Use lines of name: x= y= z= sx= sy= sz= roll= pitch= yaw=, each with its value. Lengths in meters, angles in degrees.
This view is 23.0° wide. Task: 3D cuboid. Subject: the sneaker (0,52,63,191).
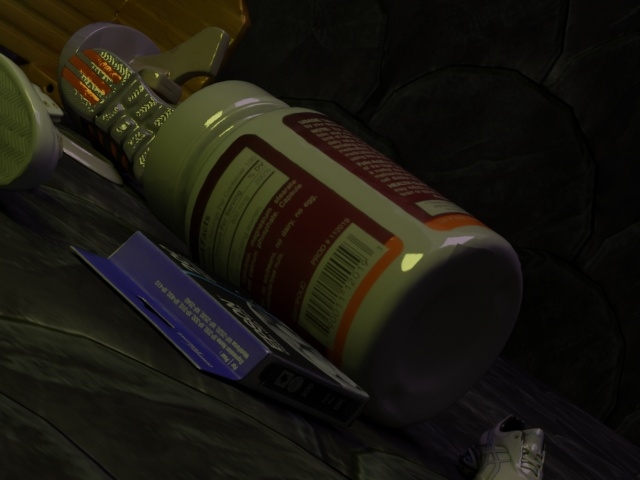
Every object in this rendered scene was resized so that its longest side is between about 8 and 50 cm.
sneaker: x=-0.278 y=-0.108 z=1.428 sx=0.169 sy=0.108 sz=0.292 roll=27 pitch=7 yaw=-46

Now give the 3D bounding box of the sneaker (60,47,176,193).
sneaker: x=-0.211 y=-0.115 z=2.104 sx=0.321 sy=0.124 sz=0.180 roll=49 pitch=-9 yaw=12

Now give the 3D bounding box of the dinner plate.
dinner plate: x=-0.310 y=-0.116 z=2.036 sx=0.141 sy=0.017 sz=0.141 roll=34 pitch=2 yaw=-1

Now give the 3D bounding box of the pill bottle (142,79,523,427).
pill bottle: x=0.000 y=0.000 z=1.635 sx=0.392 sy=0.224 sz=0.224 roll=38 pitch=5 yaw=38

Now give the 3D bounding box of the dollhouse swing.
dollhouse swing: x=-0.341 y=-0.370 z=2.470 sx=0.315 sy=0.347 sz=0.305 roll=36 pitch=3 yaw=24

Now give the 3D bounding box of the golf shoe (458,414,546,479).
golf shoe: x=0.192 y=0.222 z=1.557 sx=0.069 sy=0.086 sz=0.176 roll=35 pitch=4 yaw=-19

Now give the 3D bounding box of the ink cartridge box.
ink cartridge box: x=-0.085 y=0.070 z=1.346 sx=0.206 sy=0.045 sz=0.208 roll=38 pitch=6 yaw=40

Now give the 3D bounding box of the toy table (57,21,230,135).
toy table: x=-0.248 y=-0.209 z=2.327 sx=0.160 sy=0.252 sz=0.274 roll=17 pitch=4 yaw=27
